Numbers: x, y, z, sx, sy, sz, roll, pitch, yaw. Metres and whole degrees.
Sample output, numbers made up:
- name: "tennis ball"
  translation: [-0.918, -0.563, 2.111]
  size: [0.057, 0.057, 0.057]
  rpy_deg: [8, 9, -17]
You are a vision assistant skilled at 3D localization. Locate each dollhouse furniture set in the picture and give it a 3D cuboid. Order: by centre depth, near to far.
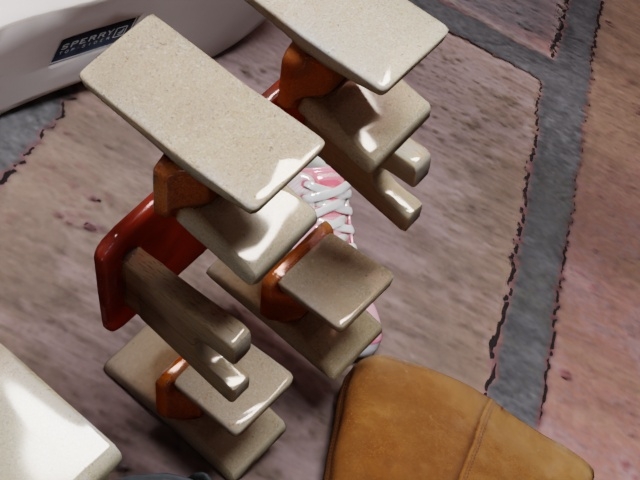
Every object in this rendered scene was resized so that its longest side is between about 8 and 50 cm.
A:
- name: "dollhouse furniture set"
  translation: [-0.079, 0.011, 0.741]
  size: [0.135, 0.262, 0.259]
  rpy_deg: [38, 65, 16]

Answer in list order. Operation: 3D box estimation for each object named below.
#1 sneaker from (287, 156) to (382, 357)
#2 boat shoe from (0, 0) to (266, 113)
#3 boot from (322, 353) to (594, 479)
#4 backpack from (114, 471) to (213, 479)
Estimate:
- name: "sneaker"
  translation: [0.000, 0.000, 0.964]
  size: [0.051, 0.070, 0.134]
  rpy_deg: [-3, 46, -43]
- name: "boat shoe"
  translation: [-0.155, -0.182, 1.030]
  size: [0.158, 0.127, 0.340]
  rpy_deg: [49, 37, 14]
- name: "boot"
  translation: [0.097, 0.189, 0.801]
  size: [0.264, 0.096, 0.280]
  rpy_deg: [24, 25, 4]
- name: "backpack"
  translation: [-0.078, 0.175, 0.575]
  size: [0.152, 0.182, 0.115]
  rpy_deg: [-5, 36, 12]
